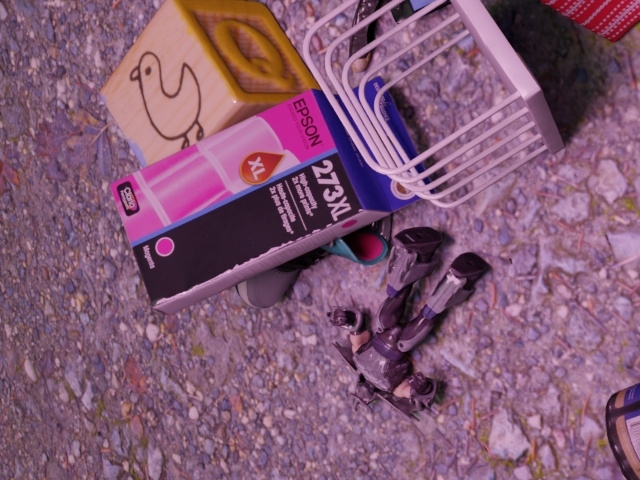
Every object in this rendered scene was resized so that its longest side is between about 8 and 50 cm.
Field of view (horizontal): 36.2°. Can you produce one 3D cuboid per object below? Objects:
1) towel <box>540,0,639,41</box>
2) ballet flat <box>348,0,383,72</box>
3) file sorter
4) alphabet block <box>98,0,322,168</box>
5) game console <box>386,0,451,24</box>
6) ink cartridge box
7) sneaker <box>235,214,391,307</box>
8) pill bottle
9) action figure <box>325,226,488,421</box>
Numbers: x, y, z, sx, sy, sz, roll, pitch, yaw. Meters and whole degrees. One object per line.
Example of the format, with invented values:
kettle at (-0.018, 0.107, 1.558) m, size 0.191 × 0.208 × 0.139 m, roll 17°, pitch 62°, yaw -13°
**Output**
towel at (0.278, -0.301, 0.946) m, size 0.199 × 0.275 × 0.031 m, roll -41°, pitch 48°, yaw 36°
ballet flat at (0.071, -0.293, 1.243) m, size 0.049 × 0.057 × 0.173 m, roll 18°, pitch 115°, yaw 4°
file sorter at (0.127, -0.158, 1.049) m, size 0.173 × 0.278 × 0.193 m, roll -33°, pitch 75°, yaw 13°
alphabet block at (-0.147, -0.198, 1.342) m, size 0.197 × 0.193 × 0.192 m, roll -44°, pitch 72°, yaw 34°
game console at (0.123, -0.332, 1.158) m, size 0.122 × 0.071 × 0.107 m, roll -22°, pitch 84°, yaw 14°
ink cartridge box at (-0.063, -0.063, 1.206) m, size 0.371 × 0.069 × 0.175 m, roll -24°, pitch 73°, yaw 4°
sneaker at (0.000, 0.000, 1.309) m, size 0.178 × 0.124 × 0.295 m, roll 41°, pitch 119°, yaw 37°
pill bottle at (0.416, 0.180, 1.003) m, size 0.219 × 0.123 × 0.122 m, roll -31°, pitch 78°, yaw 37°
action figure at (0.097, 0.118, 1.263) m, size 0.185 × 0.099 × 0.285 m, roll 36°, pitch 122°, yaw 18°
